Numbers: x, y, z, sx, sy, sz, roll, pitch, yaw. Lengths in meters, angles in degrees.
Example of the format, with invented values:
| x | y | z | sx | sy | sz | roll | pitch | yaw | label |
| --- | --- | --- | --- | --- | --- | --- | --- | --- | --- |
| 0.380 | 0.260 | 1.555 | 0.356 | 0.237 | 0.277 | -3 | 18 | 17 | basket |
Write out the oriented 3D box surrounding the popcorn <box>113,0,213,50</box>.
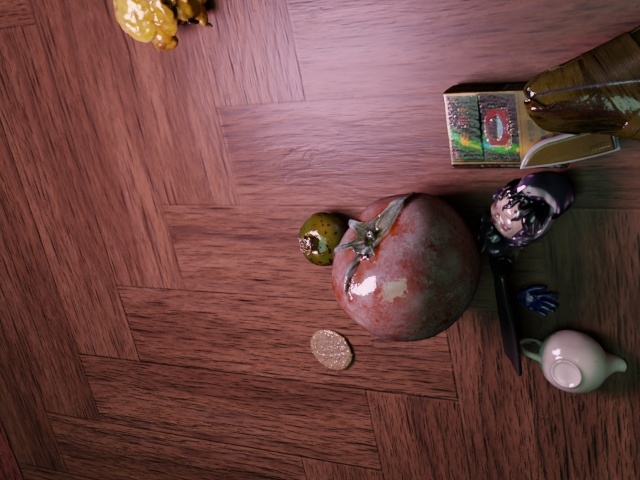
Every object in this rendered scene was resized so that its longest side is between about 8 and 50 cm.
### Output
| x | y | z | sx | sy | sz | roll | pitch | yaw | label |
| --- | --- | --- | --- | --- | --- | --- | --- | --- | --- |
| -0.350 | -0.531 | 1.972 | 0.191 | 0.190 | 0.253 | 21 | 128 | 29 | popcorn |

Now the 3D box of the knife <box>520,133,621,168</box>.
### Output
| x | y | z | sx | sy | sz | roll | pitch | yaw | label |
| --- | --- | --- | --- | --- | --- | --- | --- | --- | --- |
| 0.530 | -0.188 | 1.665 | 0.343 | 0.027 | 0.061 | -14 | 114 | 20 | knife |

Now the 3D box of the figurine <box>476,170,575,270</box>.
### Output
| x | y | z | sx | sy | sz | roll | pitch | yaw | label |
| --- | --- | --- | --- | --- | --- | --- | --- | --- | --- |
| 0.410 | -0.050 | 1.810 | 0.145 | 0.145 | 0.222 | 38 | 138 | 9 | figurine |

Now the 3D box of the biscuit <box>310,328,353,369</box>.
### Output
| x | y | z | sx | sy | sz | roll | pitch | yaw | label |
| --- | --- | --- | --- | --- | --- | --- | --- | --- | --- |
| 0.027 | 0.274 | 2.281 | 0.120 | 0.015 | 0.120 | 15 | 122 | 25 | biscuit |

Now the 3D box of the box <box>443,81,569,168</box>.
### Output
| x | y | z | sx | sy | sz | roll | pitch | yaw | label |
| --- | --- | --- | --- | --- | --- | --- | --- | --- | --- |
| 0.366 | -0.225 | 1.771 | 0.240 | 0.071 | 0.159 | 2 | 118 | 29 | box |

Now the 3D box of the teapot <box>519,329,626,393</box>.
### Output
| x | y | z | sx | sy | sz | roll | pitch | yaw | label |
| --- | --- | --- | --- | --- | --- | --- | --- | --- | --- |
| 0.522 | 0.255 | 1.925 | 0.226 | 0.092 | 0.145 | 19 | 122 | 26 | teapot |

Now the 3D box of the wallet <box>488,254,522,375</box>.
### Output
| x | y | z | sx | sy | sz | roll | pitch | yaw | label |
| --- | --- | --- | --- | --- | --- | --- | --- | --- | --- |
| 0.395 | 0.156 | 1.930 | 0.025 | 0.124 | 0.244 | -12 | 111 | 3 | wallet |

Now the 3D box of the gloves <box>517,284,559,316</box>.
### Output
| x | y | z | sx | sy | sz | roll | pitch | yaw | label |
| --- | --- | --- | --- | --- | --- | --- | --- | --- | --- |
| 0.462 | 0.124 | 1.928 | 0.086 | 0.026 | 0.064 | 28 | 124 | 16 | gloves |

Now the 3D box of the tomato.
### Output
| x | y | z | sx | sy | sz | roll | pitch | yaw | label |
| --- | --- | --- | --- | --- | --- | --- | --- | --- | --- |
| 0.174 | 0.055 | 1.885 | 0.317 | 0.316 | 0.282 | -25 | 129 | 38 | tomato |

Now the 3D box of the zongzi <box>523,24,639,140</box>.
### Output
| x | y | z | sx | sy | sz | roll | pitch | yaw | label |
| --- | --- | --- | --- | --- | --- | --- | --- | --- | --- |
| 0.519 | -0.198 | 1.545 | 0.286 | 0.138 | 0.300 | -26 | 67 | 21 | zongzi |

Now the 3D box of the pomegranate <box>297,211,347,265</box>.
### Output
| x | y | z | sx | sy | sz | roll | pitch | yaw | label |
| --- | --- | --- | --- | --- | --- | --- | --- | --- | --- |
| 0.003 | -0.001 | 2.080 | 0.130 | 0.130 | 0.130 | 14 | 121 | 25 | pomegranate |
